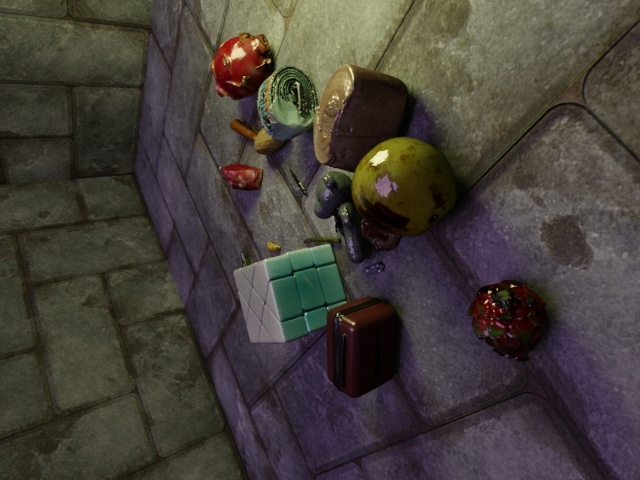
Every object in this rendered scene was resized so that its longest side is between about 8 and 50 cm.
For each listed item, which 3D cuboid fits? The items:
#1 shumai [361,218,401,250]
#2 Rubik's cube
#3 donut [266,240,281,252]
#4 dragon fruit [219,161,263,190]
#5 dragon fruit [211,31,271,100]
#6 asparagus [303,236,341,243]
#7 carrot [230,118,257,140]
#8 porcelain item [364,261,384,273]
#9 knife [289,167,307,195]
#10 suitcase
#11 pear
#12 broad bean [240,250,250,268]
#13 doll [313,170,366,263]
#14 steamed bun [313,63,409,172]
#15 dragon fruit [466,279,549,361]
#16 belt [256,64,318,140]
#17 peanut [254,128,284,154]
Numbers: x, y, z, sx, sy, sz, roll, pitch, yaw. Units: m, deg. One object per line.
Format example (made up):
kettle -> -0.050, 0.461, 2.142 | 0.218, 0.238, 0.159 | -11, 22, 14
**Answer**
shumai -> 0.191, -0.021, 1.365 | 0.123, 0.105, 0.139 | 57, 166, 22
Rubik's cube -> -0.120, 0.218, 1.667 | 0.319, 0.316, 0.321 | -21, 81, 55
donut -> -0.231, 0.029, 2.003 | 0.083, 0.038, 0.067 | 56, 143, 25
dragon fruit -> -0.411, -0.305, 2.047 | 0.274, 0.161, 0.126 | 23, 116, 47
dragon fruit -> -0.337, -0.734, 1.768 | 0.315, 0.250, 0.250 | 0, 100, 38
asparagus -> 0.000, 0.000, 1.686 | 0.024, 0.025, 0.249 | 43, 156, -27
carrot -> -0.355, -0.520, 1.998 | 0.210, 0.061, 0.061 | 40, 130, 36
porcelain item -> 0.189, 0.096, 1.450 | 0.083, 0.028, 0.036 | -22, 99, 53
knife -> -0.096, -0.249, 1.757 | 0.170, 0.010, 0.023 | 59, 135, 27
suitcase -> 0.140, 0.356, 1.414 | 0.161, 0.236, 0.296 | 21, 118, 49
pear -> 0.223, -0.139, 1.131 | 0.284, 0.284, 0.283 | 21, 117, 50
broad bean -> -0.395, 0.198, 2.279 | 0.060, 0.043, 0.297 | 4, 104, 64
doll -> 0.061, -0.076, 1.434 | 0.246, 0.158, 0.340 | -39, -62, -87
steamed bun -> 0.104, -0.361, 1.243 | 0.199, 0.252, 0.301 | 55, 135, 43
dragon fruit -> 0.448, 0.189, 1.000 | 0.182, 0.182, 0.188 | 38, 120, 43
belt -> -0.124, -0.505, 1.550 | 0.150, 0.207, 0.257 | -9, 85, 57
peanut -> -0.215, -0.438, 1.789 | 0.226, 0.095, 0.108 | -12, 94, 54
